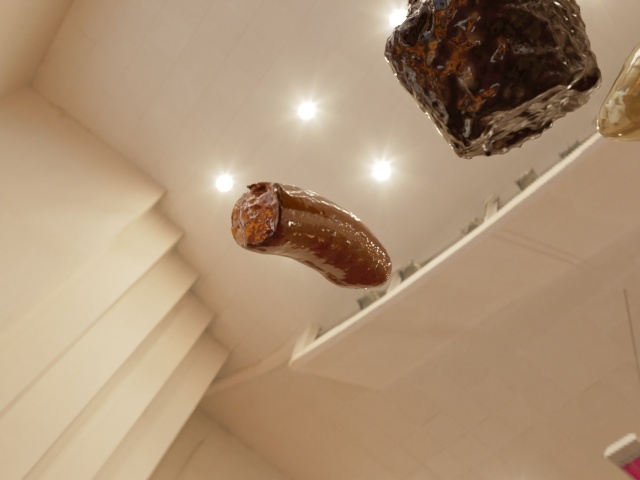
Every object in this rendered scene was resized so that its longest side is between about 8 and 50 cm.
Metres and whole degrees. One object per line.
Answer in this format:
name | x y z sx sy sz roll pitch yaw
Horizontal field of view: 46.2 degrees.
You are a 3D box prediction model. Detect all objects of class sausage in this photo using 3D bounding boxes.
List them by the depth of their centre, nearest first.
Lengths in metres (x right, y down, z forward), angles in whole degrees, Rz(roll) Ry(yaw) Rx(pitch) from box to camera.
sausage | -0.001 0.000 1.017 0.109 0.109 0.270 -30 -37 28

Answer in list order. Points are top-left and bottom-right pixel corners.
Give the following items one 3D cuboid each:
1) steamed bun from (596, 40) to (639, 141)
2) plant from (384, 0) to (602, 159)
steamed bun | 0.235 -0.099 0.271 0.189 0.428 0.247 2 -87 -4
plant | 0.200 -0.276 0.953 0.215 0.213 0.312 -32 -102 44
